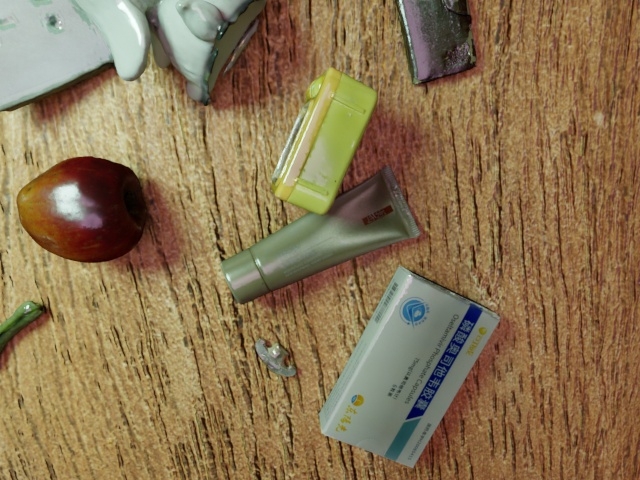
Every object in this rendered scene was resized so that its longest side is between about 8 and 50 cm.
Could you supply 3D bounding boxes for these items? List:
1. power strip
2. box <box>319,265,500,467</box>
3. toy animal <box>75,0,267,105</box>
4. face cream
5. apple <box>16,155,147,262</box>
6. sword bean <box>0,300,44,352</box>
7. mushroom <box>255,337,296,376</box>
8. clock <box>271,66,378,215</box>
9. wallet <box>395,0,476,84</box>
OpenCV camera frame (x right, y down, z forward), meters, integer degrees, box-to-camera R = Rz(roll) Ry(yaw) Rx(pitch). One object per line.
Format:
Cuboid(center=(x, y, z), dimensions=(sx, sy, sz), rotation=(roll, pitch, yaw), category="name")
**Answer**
Cuboid(center=(-0.439, -0.313, 0.593), dimensions=(0.213, 0.064, 0.198), rotation=(-30, 116, -15), category="power strip")
Cuboid(center=(0.162, 0.242, 0.769), dimensions=(0.200, 0.065, 0.343), rotation=(25, 97, -10), category="box")
Cuboid(center=(-0.224, -0.339, 0.561), dimensions=(0.290, 0.174, 0.248), rotation=(12, 99, -9), category="toy animal")
Cuboid(center=(0.000, 0.000, 0.705), dimensions=(0.342, 0.084, 0.137), rotation=(-25, 93, -8), category="face cream")
Cuboid(center=(-0.364, -0.044, 0.622), dimensions=(0.159, 0.147, 0.155), rotation=(-9, 123, -3), category="apple")
Cuboid(center=(-0.577, 0.203, 0.699), dimensions=(0.043, 0.038, 0.269), rotation=(43, 93, -6), category="sword bean")
Cuboid(center=(-0.085, 0.221, 0.762), dimensions=(0.101, 0.019, 0.049), rotation=(43, 93, -12), category="mushroom")
Cuboid(center=(-0.002, -0.151, 0.636), dimensions=(0.096, 0.143, 0.202), rotation=(21, 98, -17), category="clock")
Cuboid(center=(0.185, -0.388, 0.667), dimensions=(0.122, 0.031, 0.232), rotation=(-16, 102, -1), category="wallet")
